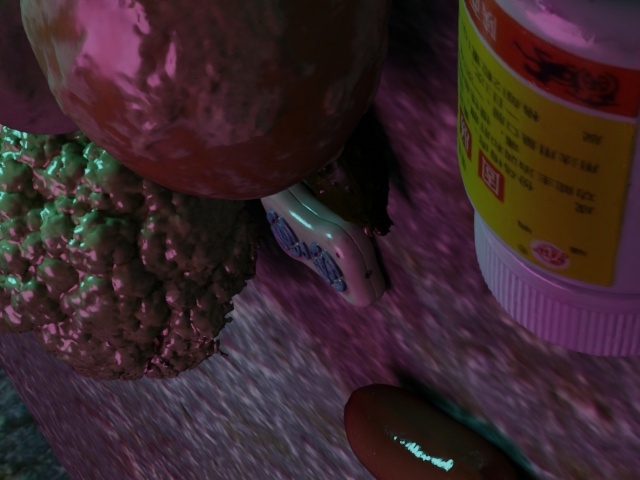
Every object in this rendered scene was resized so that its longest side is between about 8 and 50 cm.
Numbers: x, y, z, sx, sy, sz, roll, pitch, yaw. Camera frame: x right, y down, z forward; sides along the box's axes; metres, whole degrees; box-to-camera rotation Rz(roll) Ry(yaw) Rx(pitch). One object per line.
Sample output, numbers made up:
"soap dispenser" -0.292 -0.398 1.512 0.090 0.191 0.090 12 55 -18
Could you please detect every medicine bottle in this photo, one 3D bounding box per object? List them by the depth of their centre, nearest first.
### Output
"medicine bottle" 0.123 -0.061 0.716 0.139 0.139 0.225 46 160 28

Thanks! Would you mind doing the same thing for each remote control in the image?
"remote control" 0.000 0.000 1.332 0.122 0.032 0.074 36 153 46

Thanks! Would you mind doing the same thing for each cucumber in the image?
"cucumber" -0.014 -0.096 1.145 0.227 0.069 0.069 59 163 -21

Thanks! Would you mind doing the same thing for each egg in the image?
"egg" -0.061 -0.126 0.986 0.203 0.203 0.245 40 160 42

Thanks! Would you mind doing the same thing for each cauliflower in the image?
"cauliflower" -0.156 -0.028 1.480 0.272 0.275 0.250 16 -172 18

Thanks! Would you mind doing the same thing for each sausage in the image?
"sausage" 0.080 0.163 1.349 0.194 0.077 0.077 31 150 54

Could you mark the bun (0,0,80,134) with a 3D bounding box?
"bun" -0.222 -0.196 1.174 0.293 0.187 0.293 20 122 36
